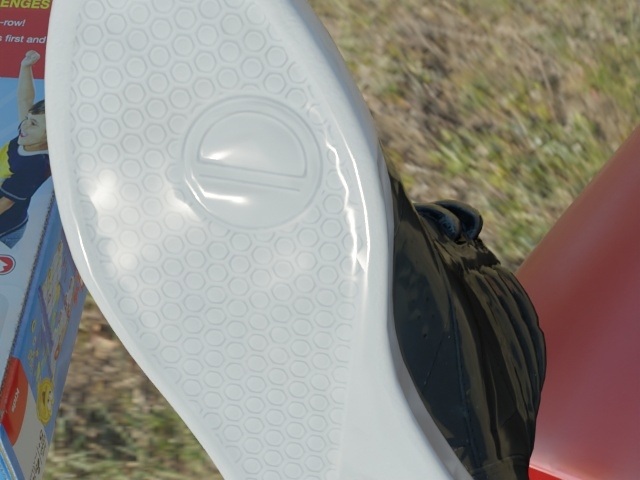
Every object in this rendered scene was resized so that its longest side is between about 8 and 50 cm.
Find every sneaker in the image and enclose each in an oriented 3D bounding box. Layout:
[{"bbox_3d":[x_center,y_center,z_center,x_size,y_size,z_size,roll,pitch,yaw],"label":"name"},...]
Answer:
[{"bbox_3d":[0.000,0.000,0.592,0.104,0.147,0.296,-16,116,19],"label":"sneaker"}]

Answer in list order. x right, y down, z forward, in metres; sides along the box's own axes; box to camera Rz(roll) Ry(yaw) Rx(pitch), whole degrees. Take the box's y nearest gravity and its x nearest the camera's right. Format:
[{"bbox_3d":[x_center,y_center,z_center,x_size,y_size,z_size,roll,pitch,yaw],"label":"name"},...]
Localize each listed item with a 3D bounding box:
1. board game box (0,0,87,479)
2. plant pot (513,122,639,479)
[{"bbox_3d":[-0.260,-0.028,0.815,0.308,0.086,0.302,4,55,7],"label":"board game box"},{"bbox_3d":[0.210,0.071,0.908,0.275,0.275,0.243,25,73,15],"label":"plant pot"}]
